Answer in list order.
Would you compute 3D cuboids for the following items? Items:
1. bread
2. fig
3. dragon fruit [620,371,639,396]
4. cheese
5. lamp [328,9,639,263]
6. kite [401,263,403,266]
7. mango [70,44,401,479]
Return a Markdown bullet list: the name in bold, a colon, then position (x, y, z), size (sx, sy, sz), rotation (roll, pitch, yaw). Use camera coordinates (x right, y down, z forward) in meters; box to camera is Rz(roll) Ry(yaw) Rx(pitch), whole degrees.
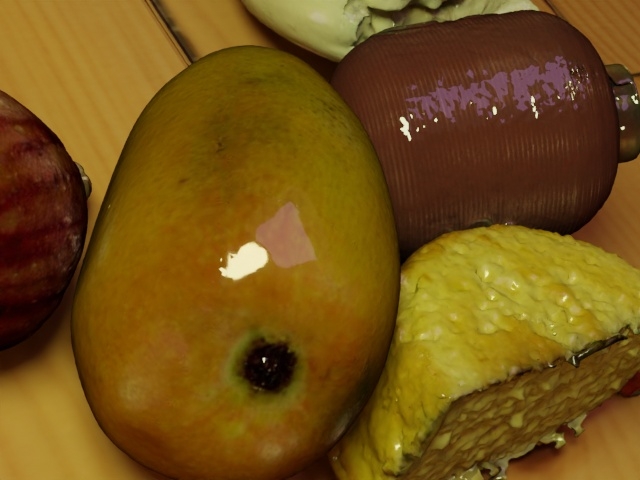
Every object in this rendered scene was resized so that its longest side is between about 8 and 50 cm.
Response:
- **bread**: position (0.100, 0.071, 0.790), size (0.261, 0.160, 0.147), rotation (-16, 56, -35)
- **fig**: position (-0.192, -0.004, 0.674), size (0.202, 0.148, 0.149), rotation (29, 77, -47)
- **dragon fruit**: position (0.265, 0.086, 0.958), size (0.083, 0.056, 0.060), rotation (-8, 59, -36)
- **cheese**: position (0.057, -0.222, 1.005), size (0.266, 0.127, 0.233), rotation (-12, 41, -43)
- **lamp**: position (0.109, -0.074, 0.872), size (0.258, 0.180, 0.180), rotation (-10, 55, -7)
- **kite**: position (0.000, 0.000, 0.890), size (0.183, 0.014, 0.241), rotation (31, 43, -6)
- **mango**: position (-0.051, 0.001, 0.715), size (0.173, 0.211, 0.317), rotation (18, 34, -19)
